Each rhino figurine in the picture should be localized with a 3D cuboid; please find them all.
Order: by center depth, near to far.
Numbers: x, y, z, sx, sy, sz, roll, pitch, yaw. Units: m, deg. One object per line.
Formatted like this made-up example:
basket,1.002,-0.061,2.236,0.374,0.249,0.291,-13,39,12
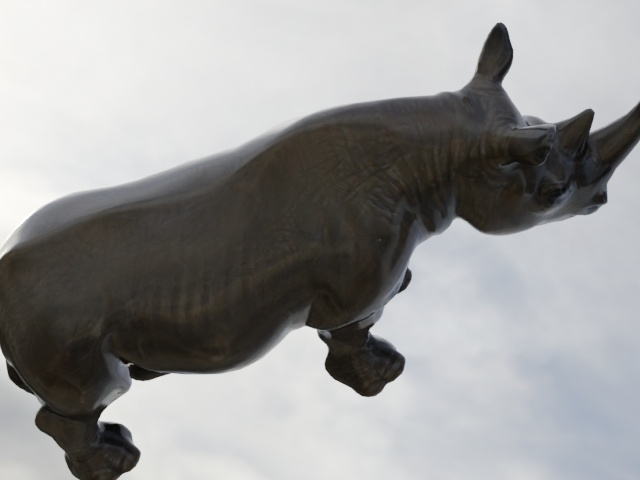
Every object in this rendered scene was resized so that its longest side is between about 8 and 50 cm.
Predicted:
rhino figurine,0.000,0.000,0.481,0.243,0.073,0.106,-22,-42,8
